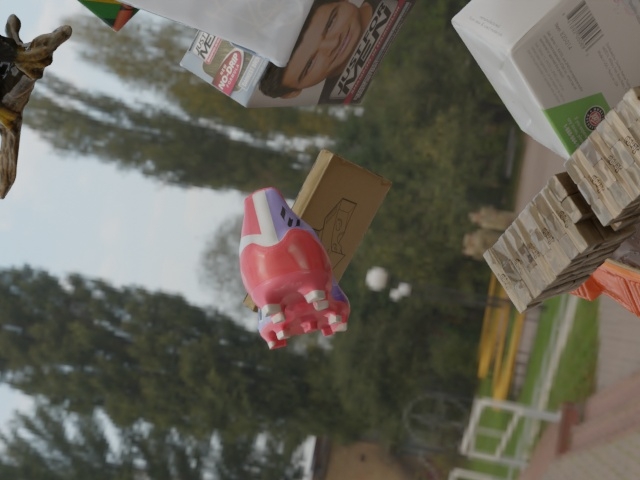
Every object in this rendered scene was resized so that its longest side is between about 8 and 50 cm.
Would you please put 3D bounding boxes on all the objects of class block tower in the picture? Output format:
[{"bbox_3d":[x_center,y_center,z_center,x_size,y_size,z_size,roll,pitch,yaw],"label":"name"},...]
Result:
[{"bbox_3d":[0.315,-0.048,1.342,0.091,0.097,0.335,61,142,21],"label":"block tower"}]

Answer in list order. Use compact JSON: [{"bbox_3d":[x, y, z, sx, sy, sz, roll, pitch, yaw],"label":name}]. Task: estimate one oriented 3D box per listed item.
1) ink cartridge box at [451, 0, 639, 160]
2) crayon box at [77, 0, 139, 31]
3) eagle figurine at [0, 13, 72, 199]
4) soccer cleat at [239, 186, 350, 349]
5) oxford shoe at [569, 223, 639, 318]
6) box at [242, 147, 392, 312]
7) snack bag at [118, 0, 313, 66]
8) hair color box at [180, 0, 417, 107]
[{"bbox_3d":[0.346,-0.285,1.358,0.353,0.119,0.207,-43,-50,-2],"label":"ink cartridge box"},{"bbox_3d":[-0.310,-0.441,1.630,0.202,0.081,0.318,-43,-30,7],"label":"crayon box"},{"bbox_3d":[-0.342,-0.123,0.934,0.298,0.225,0.226,-12,-80,-47],"label":"eagle figurine"},{"bbox_3d":[-0.024,0.029,0.991,0.248,0.083,0.095,74,-178,-77],"label":"soccer cleat"},{"bbox_3d":[0.464,0.035,1.683,0.132,0.364,0.130,-49,-41,-18],"label":"oxford shoe"},{"bbox_3d":[0.000,0.000,1.413,0.164,0.021,0.201,18,-80,-61],"label":"box"},{"bbox_3d":[-0.130,-0.337,1.184,0.342,0.323,0.037,122,162,-47],"label":"snack bag"},{"bbox_3d":[-0.016,-0.284,1.605,0.185,0.114,0.374,-61,-18,18],"label":"hair color box"}]
